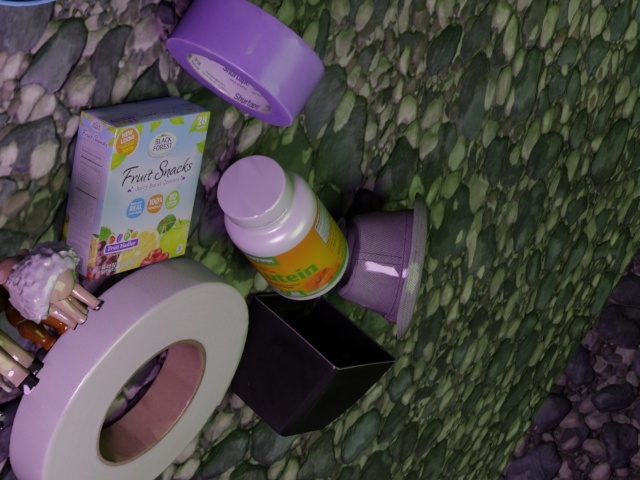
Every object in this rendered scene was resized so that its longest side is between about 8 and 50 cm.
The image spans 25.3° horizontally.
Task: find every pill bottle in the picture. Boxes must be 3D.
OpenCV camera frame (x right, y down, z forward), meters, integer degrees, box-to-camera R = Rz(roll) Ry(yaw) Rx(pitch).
[{"bbox_3d":[-0.058,-0.021,2.057,0.136,0.136,0.245,-56,150,-12],"label":"pill bottle"}]

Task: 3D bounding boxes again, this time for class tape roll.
[{"bbox_3d":[-0.093,-0.227,1.781,0.080,0.189,0.189,-58,150,-9],"label":"tape roll"},{"bbox_3d":[-0.252,0.203,1.938,0.392,0.072,0.392,-41,152,-28],"label":"tape roll"}]

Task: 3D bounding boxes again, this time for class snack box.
[{"bbox_3d":[-0.235,-0.069,1.804,0.174,0.070,0.207,-18,126,-51],"label":"snack box"}]

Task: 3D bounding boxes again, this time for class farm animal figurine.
[{"bbox_3d":[-0.415,0.135,1.565,0.330,0.172,0.327,-52,-170,-19],"label":"farm animal figurine"}]

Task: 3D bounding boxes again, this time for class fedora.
[{"bbox_3d":[0.096,0.035,2.309,0.275,0.124,0.243,-87,-174,-87],"label":"fedora"}]

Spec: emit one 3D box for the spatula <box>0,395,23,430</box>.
[{"bbox_3d":[-0.327,0.175,1.890,0.296,0.030,0.084,-35,140,-40],"label":"spatula"}]

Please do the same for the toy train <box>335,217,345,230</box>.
[{"bbox_3d":[0.000,0.000,2.258,0.166,0.046,0.125,21,95,-60],"label":"toy train"}]

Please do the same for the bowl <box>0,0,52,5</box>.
[{"bbox_3d":[-0.288,-0.431,1.421,0.391,0.077,0.391,-38,142,-38],"label":"bowl"}]

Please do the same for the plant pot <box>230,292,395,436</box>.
[{"bbox_3d":[-0.029,0.204,2.253,0.187,0.188,0.167,-1,125,-58],"label":"plant pot"}]
